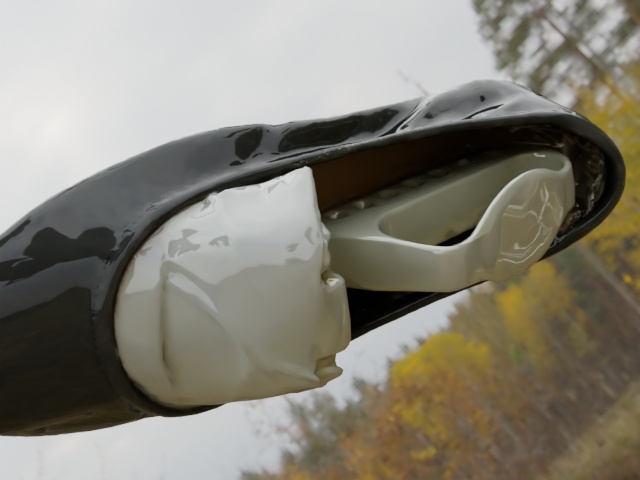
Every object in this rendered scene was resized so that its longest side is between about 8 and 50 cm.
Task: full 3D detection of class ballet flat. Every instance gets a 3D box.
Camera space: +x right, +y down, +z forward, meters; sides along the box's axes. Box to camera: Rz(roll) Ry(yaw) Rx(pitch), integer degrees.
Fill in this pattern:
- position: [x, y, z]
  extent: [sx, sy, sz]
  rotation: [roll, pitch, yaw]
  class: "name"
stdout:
- position: [0.000, 0.000, 0.496]
  extent: [0.280, 0.095, 0.096]
  rotation: [-24, 25, -29]
  class: "ballet flat"
